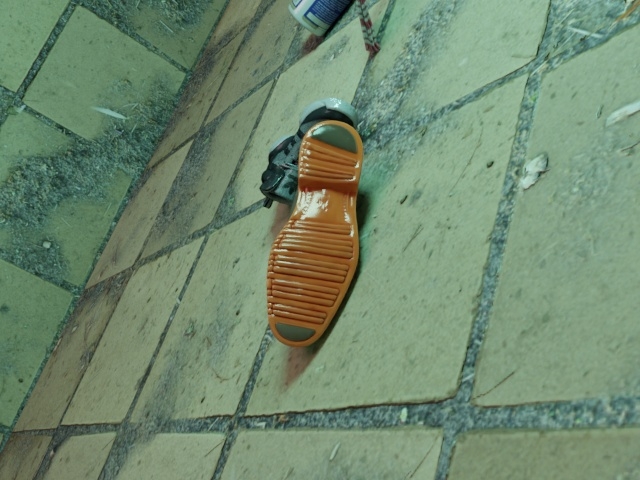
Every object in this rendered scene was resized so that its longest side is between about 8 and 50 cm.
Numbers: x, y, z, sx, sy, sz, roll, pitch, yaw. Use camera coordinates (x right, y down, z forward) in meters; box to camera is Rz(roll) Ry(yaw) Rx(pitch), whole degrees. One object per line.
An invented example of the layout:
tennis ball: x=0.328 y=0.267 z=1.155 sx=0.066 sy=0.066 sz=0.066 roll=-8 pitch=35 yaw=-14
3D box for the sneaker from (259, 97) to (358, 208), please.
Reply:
sneaker: x=-0.027 y=-0.145 z=1.411 sx=0.268 sy=0.101 sz=0.153 roll=-33 pitch=34 yaw=54

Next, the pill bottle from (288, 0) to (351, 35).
pill bottle: x=0.020 y=-0.596 z=1.842 sx=0.186 sy=0.112 sz=0.112 roll=-46 pitch=27 yaw=24

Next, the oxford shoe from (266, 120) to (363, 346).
oxford shoe: x=0.000 y=0.000 z=1.202 sx=0.133 sy=0.130 sz=0.363 roll=94 pitch=-170 yaw=-69

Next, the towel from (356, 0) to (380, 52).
towel: x=0.083 y=-0.489 z=1.529 sx=0.029 sy=0.197 sz=0.144 roll=-11 pitch=37 yaw=7
